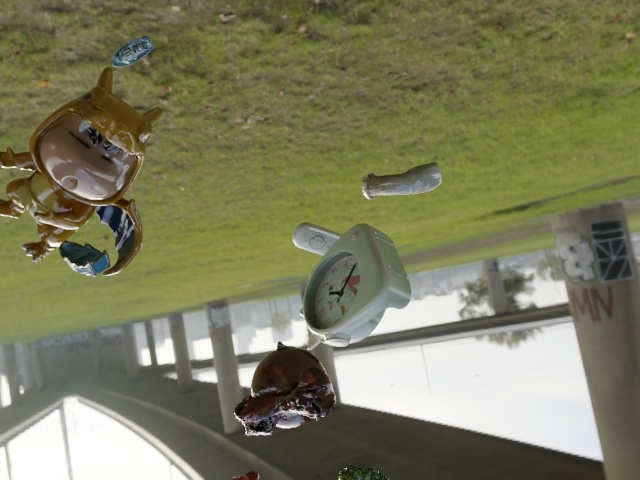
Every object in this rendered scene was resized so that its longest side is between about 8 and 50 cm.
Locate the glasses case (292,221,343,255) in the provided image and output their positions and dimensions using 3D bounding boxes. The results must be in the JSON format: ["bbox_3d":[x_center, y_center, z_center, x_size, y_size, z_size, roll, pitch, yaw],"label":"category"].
[{"bbox_3d":[0.000,0.000,1.725,0.197,0.076,0.049,19,-167,-43],"label":"glasses case"}]

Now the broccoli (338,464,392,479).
[{"bbox_3d":[0.106,0.652,1.411,0.194,0.219,0.194,-35,176,-3],"label":"broccoli"}]

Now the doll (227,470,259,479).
[{"bbox_3d":[-0.297,0.787,1.651,0.183,0.160,0.363,11,-143,36],"label":"doll"}]

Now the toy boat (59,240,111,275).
[{"bbox_3d":[-0.622,0.034,1.535,0.186,0.077,0.075,13,-142,39],"label":"toy boat"}]

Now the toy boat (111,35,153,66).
[{"bbox_3d":[-0.576,-0.571,1.805,0.140,0.066,0.059,-30,130,-1],"label":"toy boat"}]

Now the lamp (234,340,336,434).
[{"bbox_3d":[-0.049,0.289,1.119,0.215,0.151,0.223,-29,-158,21],"label":"lamp"}]

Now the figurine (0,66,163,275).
[{"bbox_3d":[-0.536,-0.169,1.298,0.387,0.401,0.268,-47,149,16],"label":"figurine"}]

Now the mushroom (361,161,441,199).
[{"bbox_3d":[0.225,-0.164,1.662,0.223,0.092,0.081,-13,132,-4],"label":"mushroom"}]

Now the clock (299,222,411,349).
[{"bbox_3d":[0.068,0.135,1.494,0.109,0.265,0.324,25,122,-33],"label":"clock"}]
